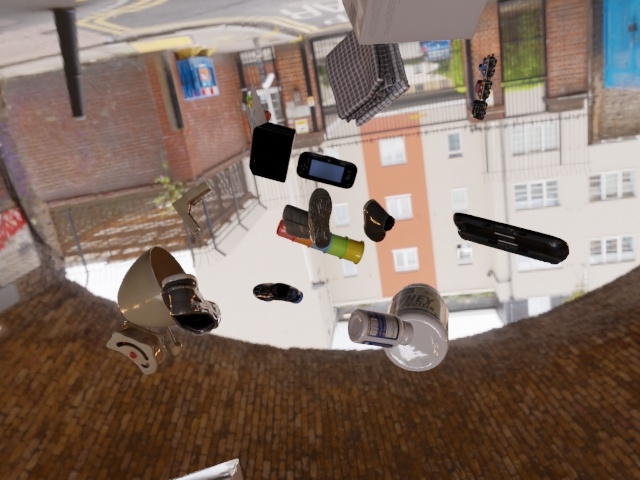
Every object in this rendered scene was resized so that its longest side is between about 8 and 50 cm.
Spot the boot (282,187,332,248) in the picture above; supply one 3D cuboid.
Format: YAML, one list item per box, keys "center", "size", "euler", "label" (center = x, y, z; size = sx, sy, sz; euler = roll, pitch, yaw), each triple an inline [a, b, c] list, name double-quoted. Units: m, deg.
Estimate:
- center: [-0.044, -0.079, 1.551]
  size: [0.076, 0.189, 0.208]
  euler: [-4, -161, -24]
  label: "boot"

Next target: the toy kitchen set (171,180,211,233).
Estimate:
- center: [-0.253, -0.067, 1.110]
  size: [0.083, 0.075, 0.068]
  euler: [-36, 176, -7]
  label: "toy kitchen set"

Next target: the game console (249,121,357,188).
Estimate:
- center: [-0.054, -0.263, 1.740]
  size: [0.362, 0.213, 0.044]
  euler: [14, -131, -2]
  label: "game console"

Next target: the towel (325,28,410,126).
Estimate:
- center: [0.134, -0.535, 1.666]
  size: [0.121, 0.283, 0.235]
  euler: [8, 153, -40]
  label: "towel"

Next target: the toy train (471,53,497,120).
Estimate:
- center: [0.361, -0.340, 1.171]
  size: [0.036, 0.158, 0.027]
  euler: [16, -132, 17]
  label: "toy train"

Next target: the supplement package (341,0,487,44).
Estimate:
- center: [0.220, -0.584, 1.220]
  size: [0.293, 0.175, 0.177]
  euler: [-7, -122, -12]
  label: "supplement package"

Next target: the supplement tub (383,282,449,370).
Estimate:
- center: [0.361, 0.310, 1.969]
  size: [0.236, 0.235, 0.325]
  euler: [-5, -163, 15]
  label: "supplement tub"

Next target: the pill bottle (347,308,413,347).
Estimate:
- center: [0.168, 0.245, 1.447]
  size: [0.169, 0.094, 0.094]
  euler: [13, -173, -25]
  label: "pill bottle"

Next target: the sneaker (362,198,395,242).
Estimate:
- center: [0.222, -0.043, 1.954]
  size: [0.083, 0.222, 0.118]
  euler: [-36, -128, -11]
  label: "sneaker"

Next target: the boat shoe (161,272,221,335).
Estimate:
- center: [-0.312, 0.185, 1.285]
  size: [0.112, 0.095, 0.335]
  euler: [-12, 154, -4]
  label: "boat shoe"

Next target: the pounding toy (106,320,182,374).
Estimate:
- center: [-0.658, 0.399, 2.023]
  size: [0.270, 0.154, 0.155]
  euler: [21, -148, 6]
  label: "pounding toy"

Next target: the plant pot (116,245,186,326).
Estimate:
- center: [-0.577, 0.185, 1.805]
  size: [0.191, 0.284, 0.284]
  euler: [-28, -164, 5]
  label: "plant pot"

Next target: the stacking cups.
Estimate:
- center: [0.000, 0.000, 1.882]
  size: [0.316, 0.096, 0.096]
  euler: [17, -170, -17]
  label: "stacking cups"

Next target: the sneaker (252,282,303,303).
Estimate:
- center: [-0.181, 0.194, 2.039]
  size: [0.232, 0.081, 0.090]
  euler: [1, 158, 31]
  label: "sneaker"

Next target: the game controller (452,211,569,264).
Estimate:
- center: [0.532, -0.012, 1.488]
  size: [0.319, 0.166, 0.067]
  euler: [17, -107, 30]
  label: "game controller"

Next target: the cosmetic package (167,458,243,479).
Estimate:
- center: [-0.355, 0.645, 1.212]
  size: [0.366, 0.155, 0.197]
  euler: [-14, 169, -5]
  label: "cosmetic package"

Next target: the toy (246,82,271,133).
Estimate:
- center: [-0.209, -0.434, 1.891]
  size: [0.056, 0.137, 0.237]
  euler: [-9, -121, -26]
  label: "toy"
